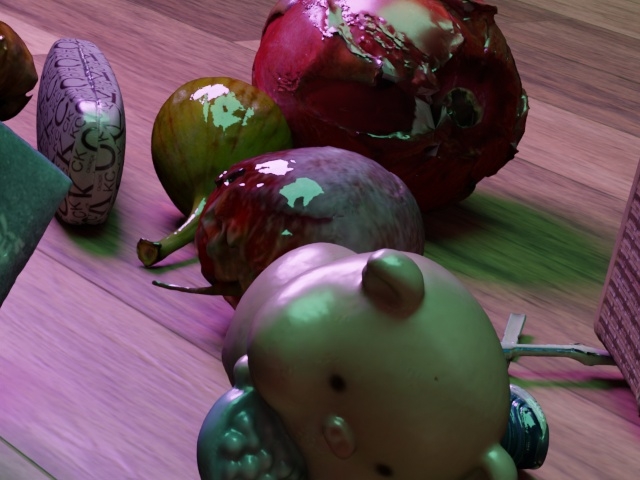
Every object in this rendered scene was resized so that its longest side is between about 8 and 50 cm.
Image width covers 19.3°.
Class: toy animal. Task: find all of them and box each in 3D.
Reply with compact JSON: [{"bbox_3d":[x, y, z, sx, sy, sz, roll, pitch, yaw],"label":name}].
[{"bbox_3d":[0.031,0.102,1.390,0.229,0.210,0.221,-26,15,19],"label":"toy animal"}]

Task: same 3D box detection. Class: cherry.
[{"bbox_3d":[0.000,0.000,1.716,0.192,0.175,0.250,8,12,43],"label":"cherry"}]

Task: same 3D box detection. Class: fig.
[{"bbox_3d":[-0.109,-0.063,1.923,0.151,0.151,0.259,8,32,2],"label":"fig"}]

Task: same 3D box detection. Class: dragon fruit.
[{"bbox_3d":[0.078,-0.168,2.070,0.296,0.295,0.302,-6,11,-34],"label":"dragon fruit"}]

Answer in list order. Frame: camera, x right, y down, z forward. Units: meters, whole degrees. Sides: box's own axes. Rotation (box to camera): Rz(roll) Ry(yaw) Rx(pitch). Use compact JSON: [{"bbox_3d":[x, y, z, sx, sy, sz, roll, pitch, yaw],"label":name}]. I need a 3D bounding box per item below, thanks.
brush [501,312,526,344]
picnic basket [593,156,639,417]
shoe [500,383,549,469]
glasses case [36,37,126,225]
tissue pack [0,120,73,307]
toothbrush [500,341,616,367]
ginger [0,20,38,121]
[{"bbox_3d":[0.178,0.091,1.752,0.016,0.013,0.083,6,25,12],"label":"brush"},{"bbox_3d":[0.423,0.046,1.615,0.313,0.228,0.175,7,23,-12],"label":"picnic basket"},{"bbox_3d":[0.117,0.144,1.496,0.143,0.064,0.071,18,22,36],"label":"shoe"},{"bbox_3d":[-0.260,-0.123,2.027,0.085,0.137,0.354,3,18,-14],"label":"glasses case"},{"bbox_3d":[-0.359,-0.042,1.392,0.316,0.228,0.103,42,-22,-33],"label":"tissue pack"},{"bbox_3d":[0.266,0.109,1.705,0.294,0.028,0.026,2,21,-14],"label":"toothbrush"},{"bbox_3d":[-0.438,-0.155,2.026,0.172,0.165,0.321,36,37,1],"label":"ginger"}]
